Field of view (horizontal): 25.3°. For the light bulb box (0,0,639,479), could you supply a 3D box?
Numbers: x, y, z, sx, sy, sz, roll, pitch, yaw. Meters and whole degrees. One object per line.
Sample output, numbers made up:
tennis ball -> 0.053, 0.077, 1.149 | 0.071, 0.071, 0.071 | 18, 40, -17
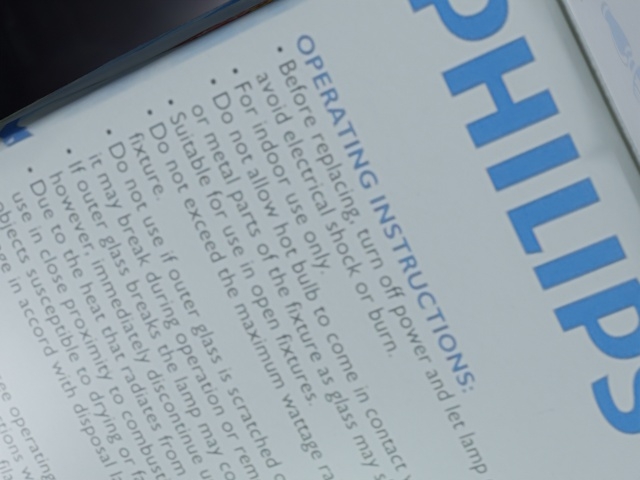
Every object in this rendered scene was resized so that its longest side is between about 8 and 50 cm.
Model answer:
light bulb box -> 0.000, 0.000, 0.641 | 0.361, 0.225, 0.358 | -23, -168, 22
